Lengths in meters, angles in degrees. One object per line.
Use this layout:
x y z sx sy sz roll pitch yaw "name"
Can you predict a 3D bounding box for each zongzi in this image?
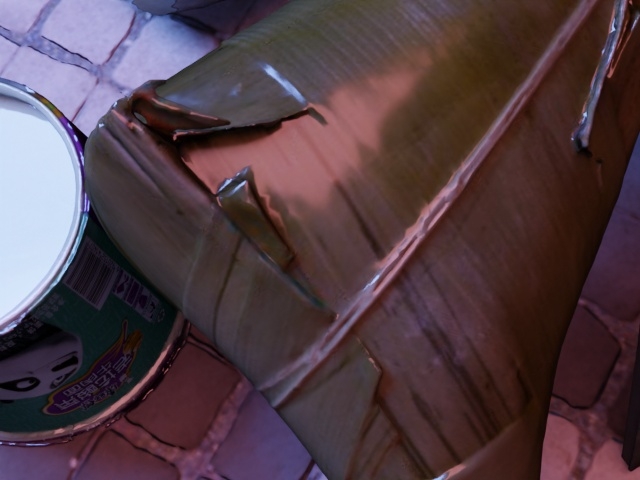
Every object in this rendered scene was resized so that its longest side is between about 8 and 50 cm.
0.140 -0.025 0.513 0.447 0.181 0.418 -35 94 -8 "zongzi"

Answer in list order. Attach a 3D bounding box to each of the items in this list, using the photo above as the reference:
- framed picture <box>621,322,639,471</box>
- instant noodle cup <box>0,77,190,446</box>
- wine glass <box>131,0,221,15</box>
0.279 0.037 0.546 0.209 0.281 0.019 -29 53 -8 "framed picture"
-0.230 0.011 0.635 0.251 0.190 0.251 -1 70 4 "instant noodle cup"
-0.063 -0.345 0.733 0.238 0.238 0.323 42 68 16 "wine glass"
